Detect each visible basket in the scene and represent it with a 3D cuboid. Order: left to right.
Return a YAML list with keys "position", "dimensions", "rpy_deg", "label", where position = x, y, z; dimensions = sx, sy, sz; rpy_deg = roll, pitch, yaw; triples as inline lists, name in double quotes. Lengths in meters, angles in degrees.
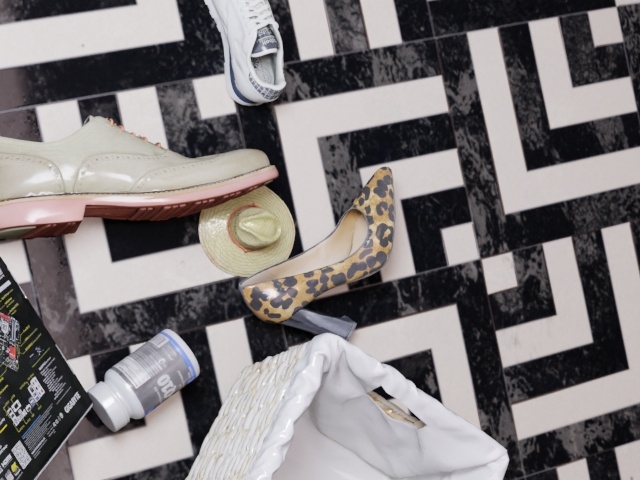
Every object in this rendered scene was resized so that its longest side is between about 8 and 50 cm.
- position: [0.009, 0.342, 1.965]
  dimensions: [0.328, 0.266, 0.331]
  rpy_deg: [35, 66, -21]
  label: "basket"

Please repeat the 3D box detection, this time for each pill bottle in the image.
- position: [-0.233, 0.184, 1.991]
  dimensions: [0.137, 0.078, 0.078]
  rpy_deg: [-36, 102, -21]
  label: "pill bottle"

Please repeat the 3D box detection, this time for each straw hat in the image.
- position: [-0.089, -0.018, 2.078]
  dimensions: [0.144, 0.061, 0.144]
  rpy_deg: [1, 87, -25]
  label: "straw hat"

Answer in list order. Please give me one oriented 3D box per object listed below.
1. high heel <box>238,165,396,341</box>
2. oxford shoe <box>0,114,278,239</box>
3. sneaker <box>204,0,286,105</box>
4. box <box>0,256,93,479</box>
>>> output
- position: [0.000, 0.000, 2.093]
  dimensions: [0.186, 0.093, 0.261]
  rpy_deg: [21, 87, -31]
  label: "high heel"
- position: [-0.245, -0.098, 1.969]
  dimensions: [0.397, 0.140, 0.146]
  rpy_deg: [-8, 83, -25]
  label: "oxford shoe"
- position: [-0.095, -0.304, 2.074]
  dimensions: [0.090, 0.095, 0.235]
  rpy_deg: [-17, 93, -23]
  label: "sneaker"
- position: [-0.407, 0.164, 1.796]
  dimensions: [0.079, 0.322, 0.257]
  rpy_deg: [-29, 101, 16]
  label: "box"
